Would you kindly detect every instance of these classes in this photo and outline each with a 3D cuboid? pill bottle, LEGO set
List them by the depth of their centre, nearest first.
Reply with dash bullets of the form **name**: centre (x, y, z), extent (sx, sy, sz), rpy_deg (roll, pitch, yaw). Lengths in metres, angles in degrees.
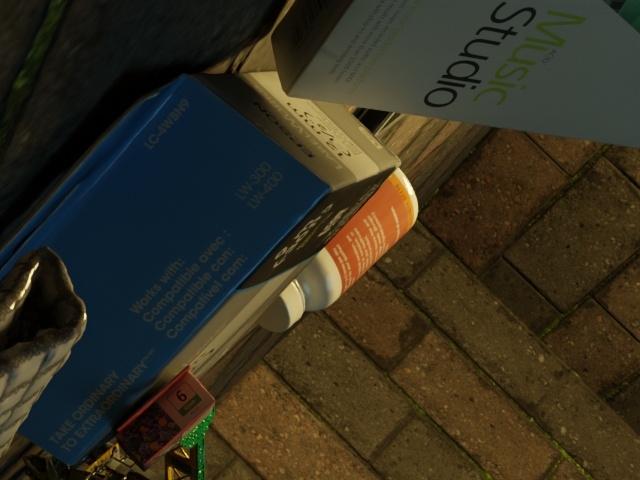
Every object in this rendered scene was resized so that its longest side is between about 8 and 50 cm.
- **LEGO set**: centre (-0.271, 0.267, 1.477), extent (0.331, 0.192, 0.255), rpy_deg (-46, 147, -36)
- **pill bottle**: centre (0.000, 0.000, 1.544), extent (0.216, 0.121, 0.121), rpy_deg (-43, 175, -31)

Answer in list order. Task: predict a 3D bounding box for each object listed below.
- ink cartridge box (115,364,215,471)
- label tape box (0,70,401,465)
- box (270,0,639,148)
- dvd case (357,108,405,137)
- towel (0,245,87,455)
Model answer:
- **ink cartridge box**: centre (-0.099, 0.116, 0.898), extent (0.063, 0.029, 0.115), rpy_deg (-42, 176, -13)
- **label tape box**: centre (-0.096, 0.015, 0.897), extent (0.249, 0.115, 0.347), rpy_deg (-46, 177, 14)
- **box**: centre (0.161, -0.157, 0.871), extent (0.322, 0.058, 0.232), rpy_deg (4, 146, -28)
- **dvd case**: centre (0.134, -0.209, 1.505), extent (0.239, 0.029, 0.179), rpy_deg (-49, 175, 38)
- **towel**: centre (-0.229, 0.098, 0.440), extent (0.283, 0.121, 0.235), rpy_deg (-38, 169, -49)
